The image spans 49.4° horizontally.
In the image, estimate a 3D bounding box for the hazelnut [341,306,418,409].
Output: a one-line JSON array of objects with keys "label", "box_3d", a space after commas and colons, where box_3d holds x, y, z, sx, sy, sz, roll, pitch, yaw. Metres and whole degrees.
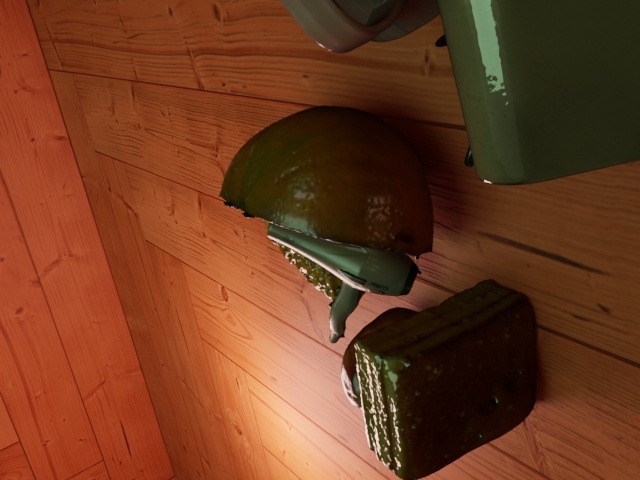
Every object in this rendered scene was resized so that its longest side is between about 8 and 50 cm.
[{"label": "hazelnut", "box_3d": [0.109, 0.192, 1.055, 0.182, 0.182, 0.182, 37, 140, 40]}]

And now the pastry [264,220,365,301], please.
[{"label": "pastry", "box_3d": [0.000, 0.000, 1.155, 0.250, 0.103, 0.154, 42, 141, 39]}]

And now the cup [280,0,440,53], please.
[{"label": "cup", "box_3d": [0.026, -0.328, 0.627, 0.208, 0.273, 0.288, -41, 34, 22]}]

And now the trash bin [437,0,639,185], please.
[{"label": "trash bin", "box_3d": [0.218, -0.189, 0.562, 0.121, 0.244, 0.247, -81, -24, -68]}]

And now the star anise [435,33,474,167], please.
[{"label": "star anise", "box_3d": [0.174, -0.217, 0.736, 0.177, 0.073, 0.234, 55, 131, 19]}]

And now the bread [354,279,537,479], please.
[{"label": "bread", "box_3d": [0.168, 0.176, 0.880, 0.111, 0.234, 0.184, 26, 130, 53]}]

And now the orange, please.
[{"label": "orange", "box_3d": [0.013, -0.061, 0.946, 0.274, 0.275, 0.310, 100, 158, -45]}]

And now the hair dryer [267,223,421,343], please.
[{"label": "hair dryer", "box_3d": [0.004, 0.044, 1.039, 0.219, 0.088, 0.225, 38, 132, -10]}]
